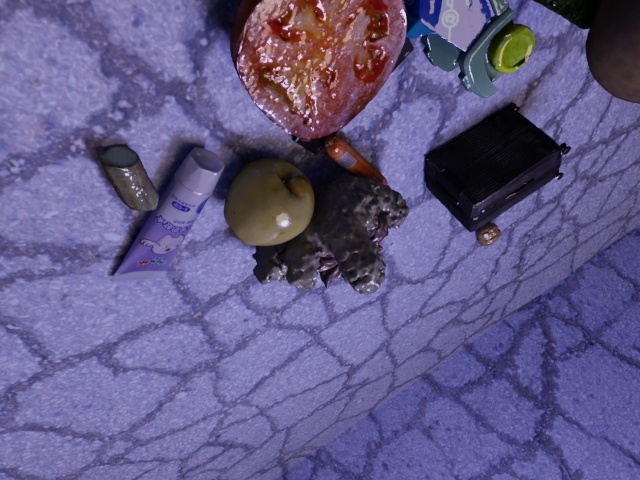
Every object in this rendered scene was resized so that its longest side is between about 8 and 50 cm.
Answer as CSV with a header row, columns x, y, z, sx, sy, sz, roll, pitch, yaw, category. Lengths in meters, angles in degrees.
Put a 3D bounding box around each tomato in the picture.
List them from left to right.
x,y,z,sx,sy,sz,roll,pitch,yaw,category
-0.015,-0.352,0.915,0.338,0.144,0.338,-26,144,-21,tomato

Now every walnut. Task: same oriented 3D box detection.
x,y,z,sx,sy,sz,roll,pitch,yaw,category
0.638,-0.022,2.033,0.096,0.082,0.079,-31,120,-6,walnut

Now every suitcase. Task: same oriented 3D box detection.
x,y,z,sx,sy,sz,roll,pitch,yaw,category
0.487,-0.201,1.506,0.335,0.230,0.152,-33,148,-7,suitcase

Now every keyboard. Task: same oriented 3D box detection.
x,y,z,sx,sy,sz,roll,pitch,yaw,category
0.065,-0.319,1.144,0.317,0.027,0.106,-45,151,14,keyboard

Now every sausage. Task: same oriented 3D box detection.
x,y,z,sx,sy,sz,roll,pitch,yaw,category
0.093,-0.178,1.306,0.053,0.053,0.347,-44,152,12,sausage

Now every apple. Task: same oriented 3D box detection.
x,y,z,sx,sy,sz,roll,pitch,yaw,category
-0.111,-0.081,1.143,0.200,0.200,0.200,-25,146,-18,apple

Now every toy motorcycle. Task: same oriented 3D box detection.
x,y,z,sx,sy,sz,roll,pitch,yaw,category
0.254,-0.436,1.045,0.200,0.191,0.326,-44,134,12,toy motorcycle

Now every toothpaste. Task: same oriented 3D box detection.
x,y,z,sx,sy,sz,roll,pitch,yaw,category
-0.317,-0.036,1.121,0.125,0.080,0.371,-2,142,-47,toothpaste

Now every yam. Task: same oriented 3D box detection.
x,y,z,sx,sy,sz,roll,pitch,yaw,category
-0.351,-0.111,0.981,0.069,0.070,0.146,-27,148,-14,yam

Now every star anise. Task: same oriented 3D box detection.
x,y,z,sx,sy,sz,roll,pitch,yaw,category
0.060,0.011,1.496,0.236,0.109,0.223,-19,145,-50,star anise

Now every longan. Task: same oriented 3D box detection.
x,y,z,sx,sy,sz,roll,pitch,yaw,category
0.683,-0.420,1.032,0.318,0.319,0.319,-25,146,-18,longan

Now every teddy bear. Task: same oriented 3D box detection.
x,y,z,sx,sy,sz,roll,pitch,yaw,category
0.000,0.000,1.283,0.367,0.357,0.224,-28,112,34,teddy bear

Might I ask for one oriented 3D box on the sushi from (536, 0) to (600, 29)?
x,y,z,sx,sy,sz,roll,pitch,yaw,category
0.537,-0.609,1.072,0.351,0.178,0.294,2,133,-45,sushi
